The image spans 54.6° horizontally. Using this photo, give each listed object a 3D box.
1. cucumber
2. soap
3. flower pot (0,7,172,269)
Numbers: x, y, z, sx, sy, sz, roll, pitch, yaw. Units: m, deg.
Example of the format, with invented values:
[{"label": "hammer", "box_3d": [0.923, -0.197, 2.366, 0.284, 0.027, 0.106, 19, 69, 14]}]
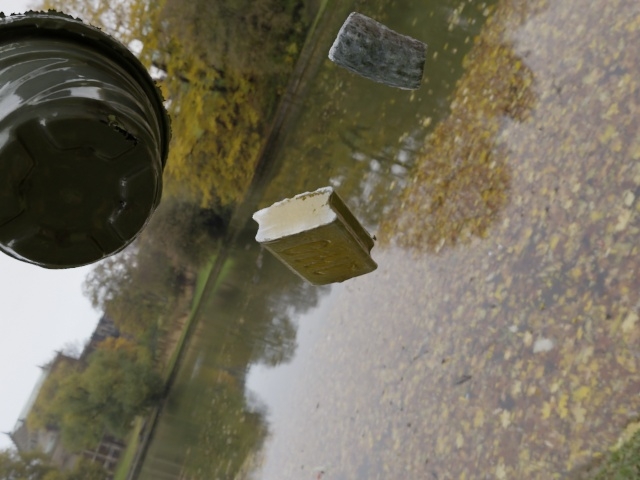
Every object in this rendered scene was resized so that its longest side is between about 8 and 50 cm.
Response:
[{"label": "cucumber", "box_3d": [0.069, -0.210, 0.703, 0.064, 0.111, 0.064, -157, 90, -87]}, {"label": "soap", "box_3d": [0.000, 0.000, 1.245, 0.274, 0.173, 0.089, 45, -146, -59]}, {"label": "flower pot", "box_3d": [-0.224, -0.067, 0.535, 0.140, 0.235, 0.236, 42, 115, 45]}]
